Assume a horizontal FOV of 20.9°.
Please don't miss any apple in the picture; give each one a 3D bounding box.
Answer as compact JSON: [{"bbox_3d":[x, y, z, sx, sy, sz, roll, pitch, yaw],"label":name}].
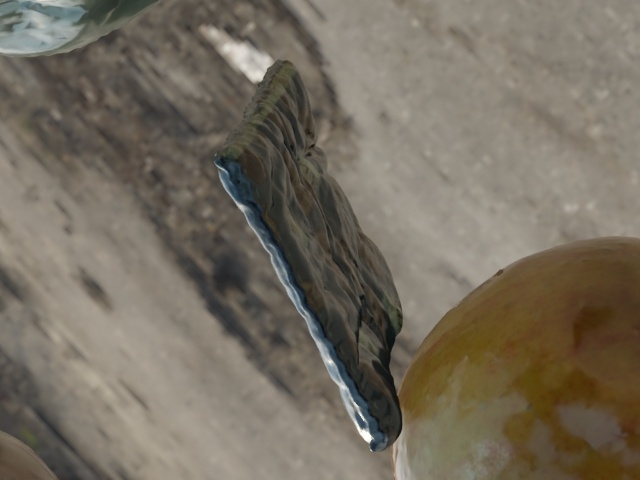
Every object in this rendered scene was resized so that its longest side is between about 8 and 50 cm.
[{"bbox_3d":[0.205,0.152,1.279,0.299,0.275,0.299,47,-159,-25],"label":"apple"}]

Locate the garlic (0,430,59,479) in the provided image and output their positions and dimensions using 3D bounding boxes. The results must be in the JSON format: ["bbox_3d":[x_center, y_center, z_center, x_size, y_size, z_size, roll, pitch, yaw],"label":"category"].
[{"bbox_3d":[-0.191,0.106,0.503,0.245,0.245,0.160,40,125,18],"label":"garlic"}]

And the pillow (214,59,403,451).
[{"bbox_3d":[0.001,0.002,1.011,0.255,0.034,0.189,-80,-34,-74],"label":"pillow"}]

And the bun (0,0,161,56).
[{"bbox_3d":[-0.116,-0.219,0.688,0.194,0.354,0.354,-110,-7,-51],"label":"bun"}]
